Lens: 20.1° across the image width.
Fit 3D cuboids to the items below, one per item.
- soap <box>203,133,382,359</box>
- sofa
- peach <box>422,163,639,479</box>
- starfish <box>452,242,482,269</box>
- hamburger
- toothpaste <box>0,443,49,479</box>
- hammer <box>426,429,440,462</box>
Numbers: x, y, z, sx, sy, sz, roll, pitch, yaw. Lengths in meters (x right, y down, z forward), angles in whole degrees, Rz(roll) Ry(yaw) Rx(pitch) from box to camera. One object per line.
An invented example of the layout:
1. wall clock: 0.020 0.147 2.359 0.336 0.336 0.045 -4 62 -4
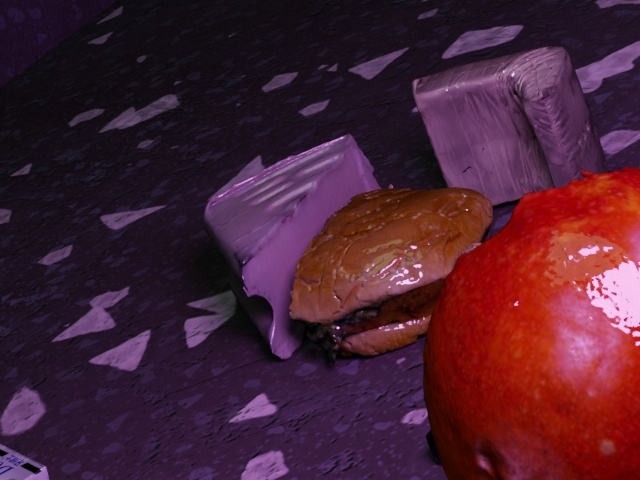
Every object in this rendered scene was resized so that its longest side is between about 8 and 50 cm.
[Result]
1. soap: 0.000 0.000 2.344 0.258 0.159 0.302 -24 24 -6
2. sofa: 0.237 -0.120 2.313 0.225 0.210 0.176 -9 28 24
3. peach: 0.272 0.145 1.524 0.335 0.406 0.310 -21 48 -21
4. starfish: 0.202 0.084 2.048 0.146 0.074 0.190 8 54 22
5. hamburger: 0.105 0.025 2.213 0.211 0.132 0.309 -6 26 41
6. toothpaste: -0.420 0.288 2.199 0.067 0.081 0.336 -32 24 -28
7. hammer: 0.219 0.132 1.933 0.290 0.037 0.137 -39 62 -19
